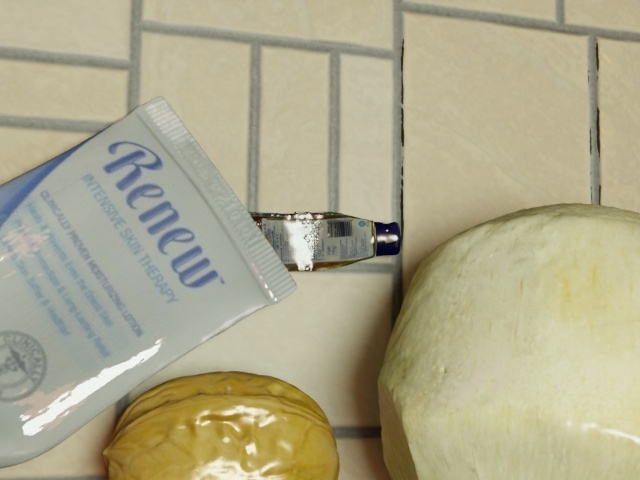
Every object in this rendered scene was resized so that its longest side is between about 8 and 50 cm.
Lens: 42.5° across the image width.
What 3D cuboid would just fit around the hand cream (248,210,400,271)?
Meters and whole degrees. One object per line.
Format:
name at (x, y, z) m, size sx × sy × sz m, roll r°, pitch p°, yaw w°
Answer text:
hand cream at (0.000, 0.000, 0.829) m, size 0.163 × 0.039 × 0.062 m, roll -1°, pitch 87°, yaw -11°

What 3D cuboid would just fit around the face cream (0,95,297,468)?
face cream at (-0.246, 0.057, 0.714) m, size 0.420 × 0.137 × 0.235 m, roll -34°, pitch 84°, yaw -26°

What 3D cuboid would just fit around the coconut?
coconut at (0.229, 0.174, 0.719) m, size 0.415 × 0.344 × 0.415 m, roll 7°, pitch 55°, yaw -11°

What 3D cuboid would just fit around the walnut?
walnut at (-0.085, 0.192, 0.718) m, size 0.207 × 0.159 × 0.159 m, roll 5°, pitch 83°, yaw -13°
